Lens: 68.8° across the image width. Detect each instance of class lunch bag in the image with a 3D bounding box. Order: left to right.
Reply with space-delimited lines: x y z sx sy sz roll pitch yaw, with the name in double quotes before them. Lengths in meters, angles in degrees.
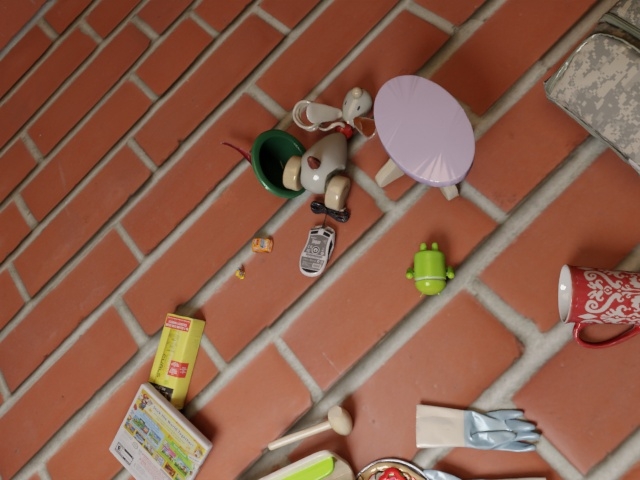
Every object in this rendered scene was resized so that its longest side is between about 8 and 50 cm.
"lunch bag" 0.631 -0.296 0.903 0.256 0.212 0.305 -46 62 20

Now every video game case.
"video game case" -0.377 0.482 1.091 0.227 0.026 0.206 34 103 21

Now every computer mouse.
"computer mouse" 0.000 0.000 1.133 0.106 0.042 0.193 12 73 19

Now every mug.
"mug" 0.543 0.117 0.870 0.169 0.150 0.113 1 38 17

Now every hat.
"hat" -0.145 -0.186 1.243 0.183 0.172 0.209 -22 70 53

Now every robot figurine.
"robot figurine" 0.235 0.064 1.007 0.101 0.067 0.115 -2 73 11

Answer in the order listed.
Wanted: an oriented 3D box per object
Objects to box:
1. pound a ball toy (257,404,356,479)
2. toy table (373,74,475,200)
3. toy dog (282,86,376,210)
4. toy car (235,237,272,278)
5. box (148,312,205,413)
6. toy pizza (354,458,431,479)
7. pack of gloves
"pound a ball toy" -0.044 0.510 0.957 0.319 0.136 0.208 -30 38 11
"toy table" 0.227 -0.214 1.037 0.252 0.161 0.274 -20 70 9
"toy dog" 0.024 -0.243 1.109 0.220 0.161 0.334 2 71 5
"toy car" -0.168 0.045 1.180 0.060 0.040 0.122 18 80 25
"box" -0.363 0.305 1.162 0.087 0.058 0.232 8 77 24
"toy pizza" 0.143 0.537 0.912 0.201 0.032 0.201 -6 71 19
"pack of gloves" 0.302 0.424 0.894 0.231 0.046 0.195 -3 61 17
